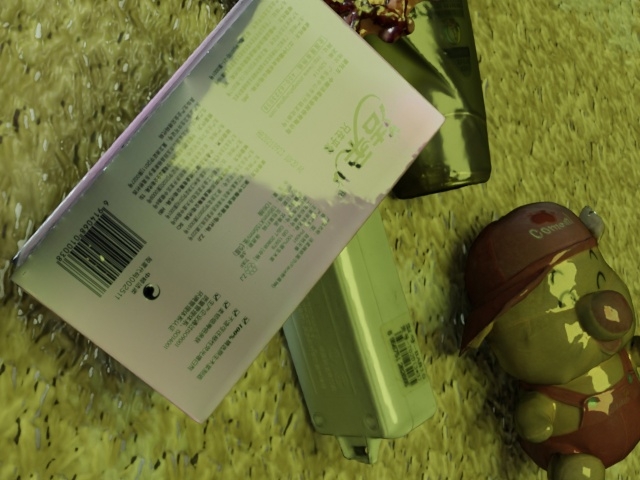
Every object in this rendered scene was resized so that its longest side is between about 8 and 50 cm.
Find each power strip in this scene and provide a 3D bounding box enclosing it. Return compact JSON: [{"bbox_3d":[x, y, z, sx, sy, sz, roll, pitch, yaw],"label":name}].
[{"bbox_3d":[0.000,0.000,0.728,0.058,0.098,0.339,-21,97,-39],"label":"power strip"}]

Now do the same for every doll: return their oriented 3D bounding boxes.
[{"bbox_3d":[0.221,0.092,0.877,0.196,0.152,0.256,-30,98,-54],"label":"doll"}]

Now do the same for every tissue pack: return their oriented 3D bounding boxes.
[{"bbox_3d":[-0.057,-0.028,0.611,0.148,0.092,0.246,42,81,-15],"label":"tissue pack"}]

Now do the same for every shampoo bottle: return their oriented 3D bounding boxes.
[{"bbox_3d":[0.069,-0.212,0.836,0.125,0.084,0.350,-16,94,-32],"label":"shampoo bottle"}]

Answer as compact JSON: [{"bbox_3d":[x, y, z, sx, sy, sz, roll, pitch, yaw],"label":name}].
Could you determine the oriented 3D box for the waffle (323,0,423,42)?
[{"bbox_3d":[0.001,-0.255,0.750,0.221,0.055,0.234,-36,95,-10],"label":"waffle"}]
